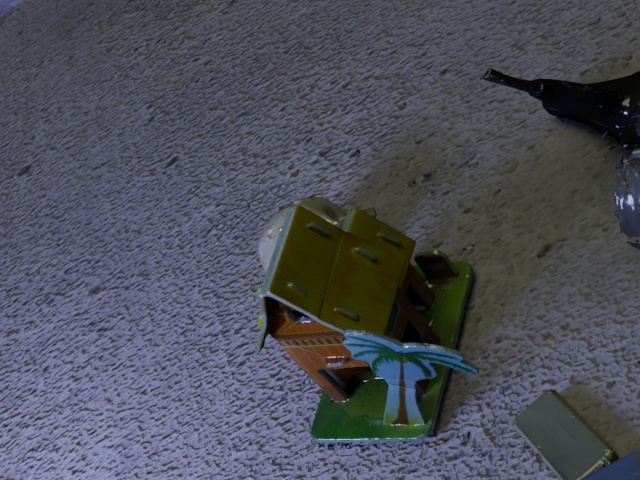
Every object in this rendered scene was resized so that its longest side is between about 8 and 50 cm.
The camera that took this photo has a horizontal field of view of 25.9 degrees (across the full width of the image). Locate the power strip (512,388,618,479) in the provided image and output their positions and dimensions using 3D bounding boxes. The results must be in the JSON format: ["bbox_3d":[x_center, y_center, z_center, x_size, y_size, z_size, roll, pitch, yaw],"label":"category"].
[{"bbox_3d":[0.312,0.258,1.761,0.076,0.028,0.169,-40,37,0],"label":"power strip"}]

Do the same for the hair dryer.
[{"bbox_3d":[0.341,-0.209,1.953,0.303,0.359,0.120,22,101,54],"label":"hair dryer"}]

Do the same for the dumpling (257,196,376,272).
[{"bbox_3d":[0.000,0.000,2.149,0.193,0.147,0.258,-33,4,10],"label":"dumpling"}]

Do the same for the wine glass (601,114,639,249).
[{"bbox_3d":[0.546,-0.083,1.777,0.357,0.190,0.190,-4,51,30],"label":"wine glass"}]

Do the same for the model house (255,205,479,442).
[{"bbox_3d":[0.084,0.070,1.885,0.340,0.323,0.300,-7,51,34],"label":"model house"}]

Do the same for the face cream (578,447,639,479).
[{"bbox_3d":[0.335,0.321,1.646,0.385,0.086,0.135,-27,43,8],"label":"face cream"}]
